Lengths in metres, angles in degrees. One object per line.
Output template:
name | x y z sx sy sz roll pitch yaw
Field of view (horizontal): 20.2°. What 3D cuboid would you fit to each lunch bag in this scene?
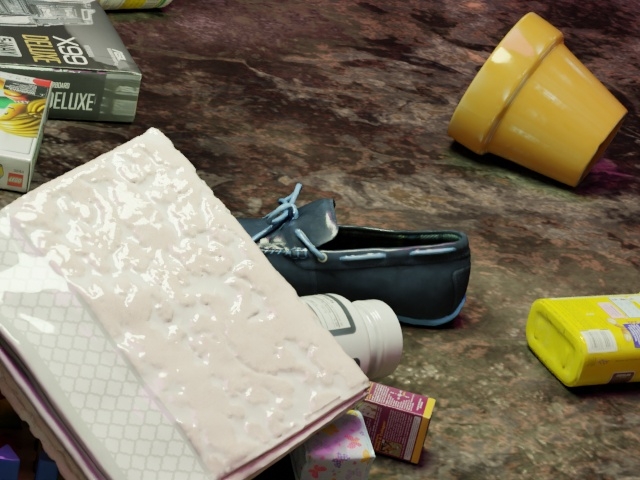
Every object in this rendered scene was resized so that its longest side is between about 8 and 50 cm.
lunch bag | 0.007 0.192 1.693 0.071 0.053 0.083 3 37 -17

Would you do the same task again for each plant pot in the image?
plant pot | 0.308 -0.176 2.463 0.188 0.205 0.205 36 29 9

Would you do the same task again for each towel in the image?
towel | -0.153 0.075 1.613 0.317 0.053 0.332 -31 77 -43

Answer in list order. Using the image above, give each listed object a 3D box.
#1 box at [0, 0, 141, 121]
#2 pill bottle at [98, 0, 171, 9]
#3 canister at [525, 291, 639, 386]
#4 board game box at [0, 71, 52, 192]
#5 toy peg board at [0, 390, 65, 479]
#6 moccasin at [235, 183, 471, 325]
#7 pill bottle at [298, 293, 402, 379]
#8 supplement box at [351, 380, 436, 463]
box | -0.394 -0.258 2.402 0.242 0.076 0.307 2 28 -21
pill bottle | -0.325 -0.403 2.692 0.208 0.117 0.117 -8 32 -36
canister | 0.329 0.109 1.998 0.170 0.073 0.126 -2 29 -26
board game box | -0.484 -0.152 2.141 0.305 0.053 0.193 10 33 -7
toy peg board | -0.291 0.163 1.575 0.161 0.079 0.160 8 25 -10
moccasin | 0.000 0.000 2.010 0.342 0.117 0.138 8 25 -10
pill bottle | -0.013 0.109 1.789 0.180 0.108 0.108 -6 31 -35
supplement box | 0.064 0.175 1.752 0.083 0.055 0.043 16 24 5
